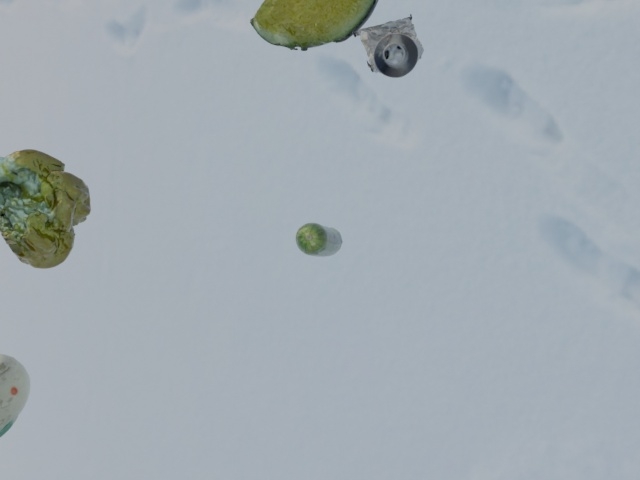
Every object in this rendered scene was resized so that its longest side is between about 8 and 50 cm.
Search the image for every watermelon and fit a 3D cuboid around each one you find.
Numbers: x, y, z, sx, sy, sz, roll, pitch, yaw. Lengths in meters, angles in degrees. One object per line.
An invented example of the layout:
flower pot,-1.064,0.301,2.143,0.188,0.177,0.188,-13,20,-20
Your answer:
watermelon,0.017,-0.366,1.325,0.301,0.129,0.123,-33,35,45

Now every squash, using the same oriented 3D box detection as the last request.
squash,0.000,0.000,1.840,0.229,0.066,0.066,4,-110,-77

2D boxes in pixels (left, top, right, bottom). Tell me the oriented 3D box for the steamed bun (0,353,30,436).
steamed bun,-0.604,0.289,1.597,0.177,0.228,0.130,-117,4,-74

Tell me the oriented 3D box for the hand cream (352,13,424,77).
hand cream,0.089,-0.244,1.154,0.257,0.084,0.050,-92,-16,-70

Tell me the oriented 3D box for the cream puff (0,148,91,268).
cream puff,-0.503,-0.062,1.659,0.221,0.195,0.194,56,148,9
